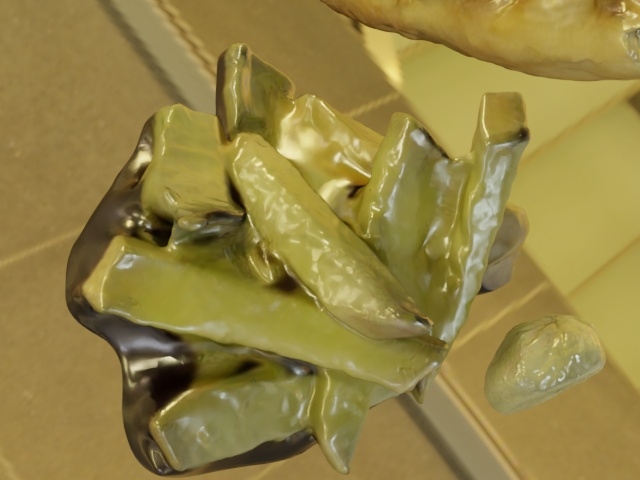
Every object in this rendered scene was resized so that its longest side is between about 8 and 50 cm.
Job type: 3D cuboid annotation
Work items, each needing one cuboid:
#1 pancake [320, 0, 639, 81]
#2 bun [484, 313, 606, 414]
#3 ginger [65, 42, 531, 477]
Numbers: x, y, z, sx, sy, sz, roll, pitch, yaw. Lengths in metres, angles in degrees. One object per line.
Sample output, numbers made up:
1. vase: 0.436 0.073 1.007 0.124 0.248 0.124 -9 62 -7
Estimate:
1. pancake: 0.099 -0.149 0.581 0.244 0.266 0.057 -38 128 -19
2. bun: 0.192 0.106 1.401 0.115 0.115 0.069 -12 70 -44
3. ginger: 0.000 0.000 1.325 0.413 0.211 0.358 -35 98 -36
